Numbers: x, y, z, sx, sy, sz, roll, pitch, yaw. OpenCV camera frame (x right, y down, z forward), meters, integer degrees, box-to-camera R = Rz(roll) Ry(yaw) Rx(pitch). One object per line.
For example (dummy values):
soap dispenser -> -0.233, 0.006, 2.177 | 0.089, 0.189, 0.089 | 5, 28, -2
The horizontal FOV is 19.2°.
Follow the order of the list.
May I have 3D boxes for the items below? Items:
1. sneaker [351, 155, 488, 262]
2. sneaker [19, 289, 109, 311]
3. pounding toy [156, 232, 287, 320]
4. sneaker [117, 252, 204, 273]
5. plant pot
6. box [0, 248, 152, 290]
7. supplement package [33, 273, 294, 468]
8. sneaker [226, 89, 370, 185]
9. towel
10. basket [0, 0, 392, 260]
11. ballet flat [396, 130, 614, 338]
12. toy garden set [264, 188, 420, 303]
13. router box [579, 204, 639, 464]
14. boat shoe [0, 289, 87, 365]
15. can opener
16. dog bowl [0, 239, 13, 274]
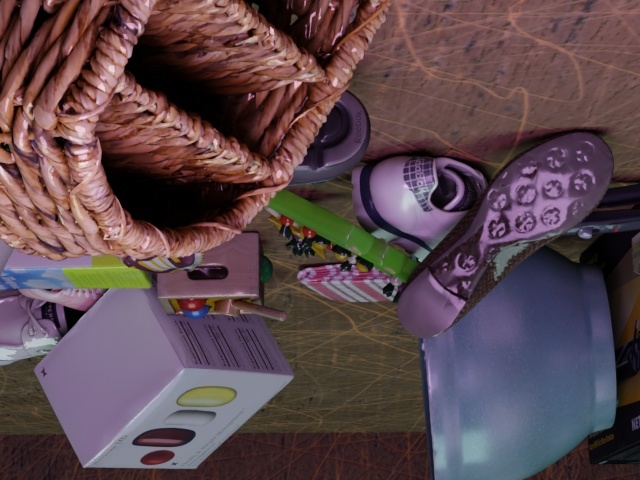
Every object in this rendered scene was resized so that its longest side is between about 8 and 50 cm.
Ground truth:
sneaker -> 0.129, -0.027, 1.796 | 0.095, 0.090, 0.235 | -20, 160, 32
sneaker -> -0.280, 0.052, 2.185 | 0.134, 0.051, 0.070 | 8, 171, -17
pounding toy -> -0.104, 0.050, 2.071 | 0.141, 0.100, 0.130 | -1, 168, 1
sneaker -> -0.166, 0.000, 1.923 | 0.084, 0.069, 0.185 | -4, 167, -10
plant pot -> 0.203, 0.118, 1.981 | 0.196, 0.293, 0.293 | -5, 167, 2
box -> -0.280, 0.025, 2.087 | 0.178, 0.042, 0.109 | -1, 166, 2
supplement package -> -0.184, 0.156, 2.236 | 0.194, 0.149, 0.203 | -45, 150, 24
sneaker -> -0.097, -0.078, 1.472 | 0.267, 0.101, 0.106 | 8, 167, -1
towel -> 0.084, 0.048, 2.247 | 0.197, 0.029, 0.144 | -2, 168, 15
basket -> -0.092, -0.099, 1.163 | 0.223, 0.213, 0.299 | -4, 167, 17
ballet flat -> 0.165, -0.006, 1.709 | 0.250, 0.084, 0.058 | -46, 177, 16
toy garden set -> 0.000, 0.000, 1.787 | 0.204, 0.049, 0.244 | 28, 179, 33
router box -> 0.350, 0.102, 2.006 | 0.081, 0.243, 0.309 | 1, 167, -6
boat shoe -> -0.324, 0.096, 2.290 | 0.267, 0.096, 0.088 | 1, 163, -13
can opener -> 0.279, -0.031, 1.830 | 0.186, 0.059, 0.073 | 1, 167, -5
dog bowl -> -0.454, 0.000, 1.584 | 0.408, 0.150, 0.408 | 7, 161, 2
